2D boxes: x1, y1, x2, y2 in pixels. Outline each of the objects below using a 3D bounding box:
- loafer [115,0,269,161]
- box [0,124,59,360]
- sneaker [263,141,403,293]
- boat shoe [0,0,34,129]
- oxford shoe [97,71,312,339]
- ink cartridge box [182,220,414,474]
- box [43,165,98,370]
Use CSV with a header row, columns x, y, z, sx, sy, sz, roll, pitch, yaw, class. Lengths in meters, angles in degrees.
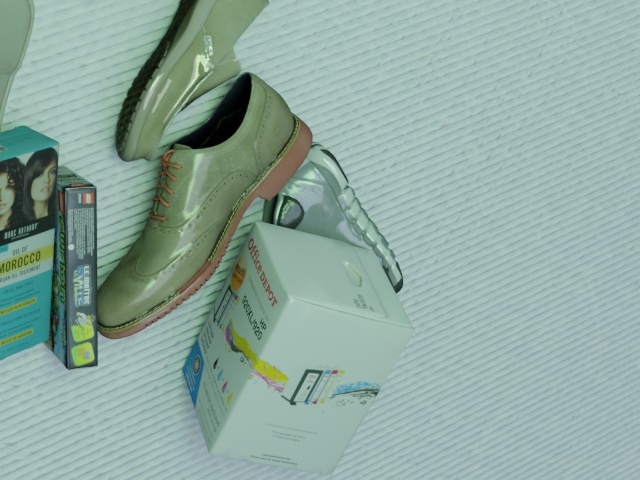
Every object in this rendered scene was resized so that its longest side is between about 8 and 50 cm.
x,y,z,sx,sy,sz,roll,pitch,yaw,class
-0.141,-0.198,1.473,0.092,0.102,0.268,30,88,-20,loafer
-0.342,0.007,1.403,0.100,0.060,0.244,-24,130,-48,box
0.000,0.000,1.629,0.132,0.086,0.228,-35,109,-9,sneaker
-0.399,-0.126,1.377,0.112,0.095,0.335,8,106,-61,boat shoe
-0.160,-0.045,1.495,0.348,0.123,0.130,-53,129,-18,oxford shoe
-0.032,0.127,1.544,0.168,0.171,0.232,15,116,-26,ink cartridge box
-0.283,0.029,1.457,0.036,0.114,0.207,-5,106,-27,box
